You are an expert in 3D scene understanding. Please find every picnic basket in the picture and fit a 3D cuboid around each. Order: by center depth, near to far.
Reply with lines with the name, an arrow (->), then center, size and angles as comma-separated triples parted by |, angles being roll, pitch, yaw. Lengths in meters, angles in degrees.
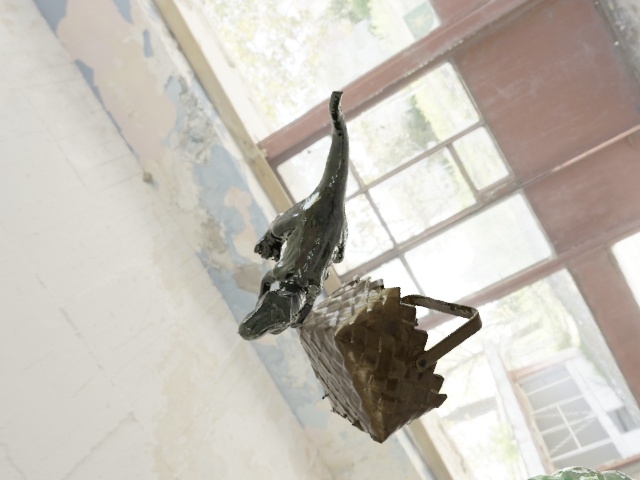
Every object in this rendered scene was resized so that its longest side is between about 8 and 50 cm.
picnic basket -> 0.143, 0.207, 1.044 | 0.254, 0.321, 0.291 | 4, 118, 65

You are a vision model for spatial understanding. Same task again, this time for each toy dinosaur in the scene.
toy dinosaur -> 0.000, 0.000, 0.435 | 0.087, 0.179, 0.187 | 21, -123, -15

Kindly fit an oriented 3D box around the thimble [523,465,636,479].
thimble -> 0.220, 0.296, 0.375 | 0.150, 0.219, 0.219 | 60, -165, -15
